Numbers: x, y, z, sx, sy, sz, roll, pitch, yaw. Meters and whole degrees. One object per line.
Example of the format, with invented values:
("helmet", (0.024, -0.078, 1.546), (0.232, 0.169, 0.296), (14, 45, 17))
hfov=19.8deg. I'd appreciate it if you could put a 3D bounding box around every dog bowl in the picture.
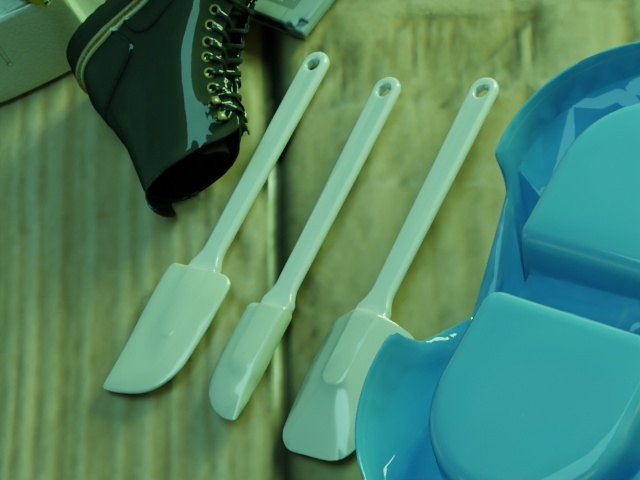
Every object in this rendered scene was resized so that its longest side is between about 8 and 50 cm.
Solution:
("dog bowl", (0.139, 0.039, 0.886), (0.166, 0.074, 0.297), (17, 67, 33))

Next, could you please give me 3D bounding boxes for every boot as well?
("boot", (-0.051, -0.119, 1.070), (0.198, 0.077, 0.137), (-46, 51, 23))

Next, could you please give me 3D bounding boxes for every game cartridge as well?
("game cartridge", (-0.025, -0.158, 1.133), (0.083, 0.017, 0.056), (26, 74, 35))

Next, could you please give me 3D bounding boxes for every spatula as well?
("spatula", (0.000, 0.000, 1.014), (0.168, 0.019, 0.242), (11, 62, 36))

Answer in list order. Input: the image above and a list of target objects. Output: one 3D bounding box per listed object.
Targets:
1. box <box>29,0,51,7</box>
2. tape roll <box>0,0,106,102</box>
("box", (-0.150, -0.227, 1.120), (0.059, 0.054, 0.169), (21, 69, 34))
("tape roll", (-0.245, -0.252, 1.261), (0.392, 0.072, 0.392), (-11, 54, 16))
